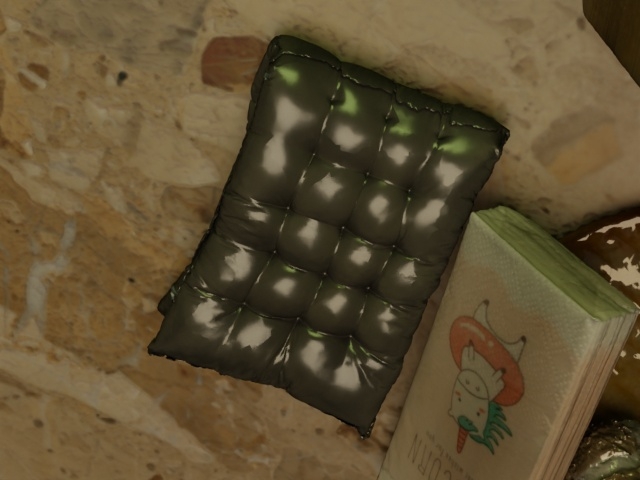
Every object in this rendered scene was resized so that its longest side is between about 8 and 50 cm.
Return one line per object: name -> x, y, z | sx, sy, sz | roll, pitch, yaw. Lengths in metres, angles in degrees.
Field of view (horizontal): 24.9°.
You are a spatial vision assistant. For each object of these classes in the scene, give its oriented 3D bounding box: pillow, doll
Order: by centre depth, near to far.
doll -> 0.289, 0.249, 1.261 | 0.115, 0.221, 0.105 | -36, 138, -4
pillow -> 0.000, 0.000, 1.294 | 0.228, 0.101, 0.326 | 22, 117, -5

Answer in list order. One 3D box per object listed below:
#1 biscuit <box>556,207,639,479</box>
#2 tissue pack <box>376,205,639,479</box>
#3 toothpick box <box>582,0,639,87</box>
biscuit -> 0.314, 0.113, 1.324 | 0.318, 0.040, 0.317 | 3, 113, 7
tissue pack -> 0.153, 0.147, 1.281 | 0.170, 0.071, 0.325 | 44, 131, 37
toothpick box -> 0.377, -0.214, 1.045 | 0.308, 0.187, 0.190 | -5, 125, -12
